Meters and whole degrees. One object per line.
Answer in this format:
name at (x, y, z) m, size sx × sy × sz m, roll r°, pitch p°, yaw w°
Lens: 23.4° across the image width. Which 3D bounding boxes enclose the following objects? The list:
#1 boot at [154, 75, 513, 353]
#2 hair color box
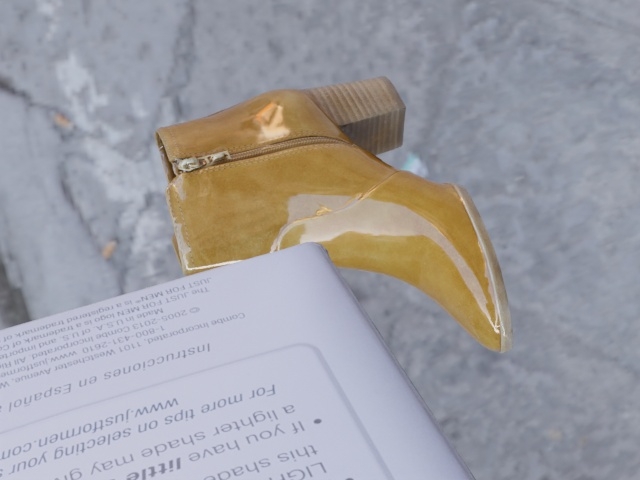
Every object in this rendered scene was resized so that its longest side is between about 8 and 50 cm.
boot at (0.000, -0.001, 1.163) m, size 0.104 × 0.211 × 0.295 m, roll 86°, pitch 161°, yaw -50°
hair color box at (-0.021, 0.142, 0.340) m, size 0.347 × 0.174 × 0.105 m, roll -123°, pitch 20°, yaw -57°
